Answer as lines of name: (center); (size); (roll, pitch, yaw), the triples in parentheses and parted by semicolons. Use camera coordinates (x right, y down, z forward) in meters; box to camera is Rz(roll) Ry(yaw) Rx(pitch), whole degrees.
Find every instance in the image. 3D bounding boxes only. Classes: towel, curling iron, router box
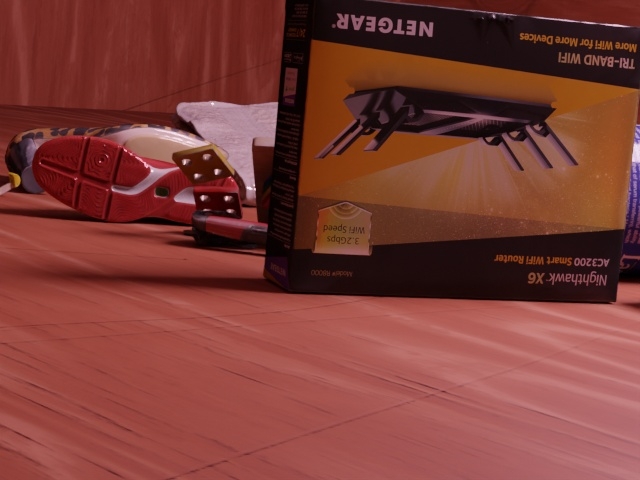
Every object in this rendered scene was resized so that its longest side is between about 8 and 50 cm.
towel: (-0.070, -0.119, 2.013); (0.187, 0.049, 0.282); (-3, 28, -28)
curling iron: (0.000, 0.000, 1.466); (0.274, 0.035, 0.068); (7, 7, 19)
router box: (0.115, -0.075, 1.318); (0.308, 0.243, 0.081); (2, 8, -20)

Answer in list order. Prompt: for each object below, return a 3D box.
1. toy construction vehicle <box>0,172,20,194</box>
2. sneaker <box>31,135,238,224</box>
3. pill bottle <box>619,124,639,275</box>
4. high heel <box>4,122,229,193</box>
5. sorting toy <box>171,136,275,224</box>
toy construction vehicle: (-0.403, -0.068, 1.756); (0.098, 0.035, 0.086); (-12, 16, -40)
sneaker: (-0.208, -0.056, 1.672); (0.221, 0.087, 0.128); (16, -5, -16)
pill bottle: (0.315, -0.041, 1.546); (0.264, 0.153, 0.153); (3, 7, -15)
high heel: (-0.257, -0.111, 1.921); (0.261, 0.093, 0.186); (-6, 16, -16)
sorting toy: (-0.009, -0.041, 1.518); (0.274, 0.046, 0.132); (3, -35, 3)
